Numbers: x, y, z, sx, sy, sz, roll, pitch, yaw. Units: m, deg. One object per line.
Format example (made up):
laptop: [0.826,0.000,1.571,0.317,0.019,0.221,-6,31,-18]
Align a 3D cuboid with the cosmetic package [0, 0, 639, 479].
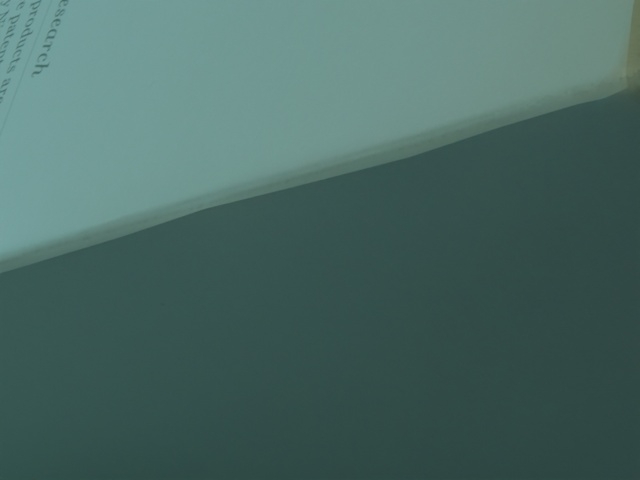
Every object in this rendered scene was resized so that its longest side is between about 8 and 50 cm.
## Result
cosmetic package: [0.000,0.000,0.571,0.385,0.217,0.156,-14,49,38]
